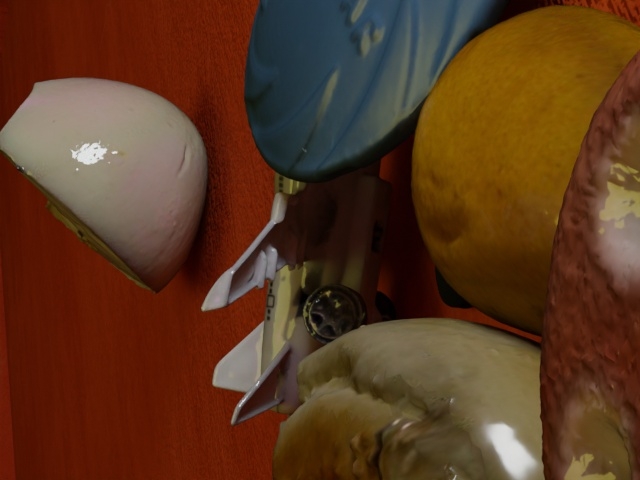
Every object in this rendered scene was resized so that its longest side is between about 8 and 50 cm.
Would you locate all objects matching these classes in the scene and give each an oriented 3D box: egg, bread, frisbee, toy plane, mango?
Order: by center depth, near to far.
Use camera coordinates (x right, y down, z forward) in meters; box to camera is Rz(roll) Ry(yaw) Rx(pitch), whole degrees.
[{"bbox_3d":[0.088,0.146,0.594,0.192,0.171,0.314,115,149,-45],"label":"bread"},{"bbox_3d":[0.114,-0.021,0.627,0.147,0.109,0.227,-55,30,16],"label":"mango"},{"bbox_3d":[0.025,-0.173,0.830,0.289,0.049,0.289,-38,40,41],"label":"frisbee"},{"bbox_3d":[0.004,0.002,0.934,0.251,0.101,0.255,17,-91,-73],"label":"toy plane"},{"bbox_3d":[-0.194,-0.067,1.441,0.206,0.162,0.271,38,171,20],"label":"egg"}]

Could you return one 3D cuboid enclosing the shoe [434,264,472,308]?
[{"bbox_3d":[0.084,-0.032,0.798,0.179,0.049,0.071,113,152,-48],"label":"shoe"}]

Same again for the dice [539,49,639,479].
[{"bbox_3d":[0.165,0.037,0.369,0.179,0.175,0.173,-143,56,-66],"label":"dice"}]
